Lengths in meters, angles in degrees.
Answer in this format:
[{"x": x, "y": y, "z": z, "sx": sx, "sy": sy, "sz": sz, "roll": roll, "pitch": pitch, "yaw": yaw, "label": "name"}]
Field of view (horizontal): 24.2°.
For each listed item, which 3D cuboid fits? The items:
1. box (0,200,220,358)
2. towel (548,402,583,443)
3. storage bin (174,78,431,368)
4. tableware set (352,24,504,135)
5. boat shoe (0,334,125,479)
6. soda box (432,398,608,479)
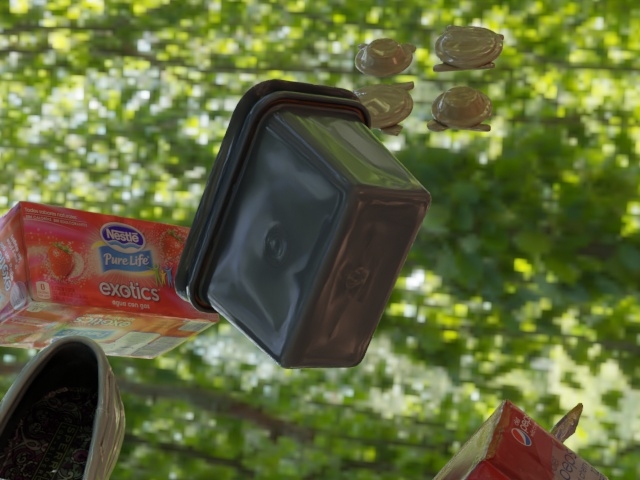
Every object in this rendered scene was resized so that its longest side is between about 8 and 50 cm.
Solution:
[{"x": -0.302, "y": 0.059, "z": 1.974, "sx": 0.300, "sy": 0.154, "sz": 0.142, "roll": 9, "pitch": -121, "yaw": -42, "label": "box"}, {"x": 0.299, "y": 0.240, "z": 1.858, "sx": 0.083, "sy": 0.009, "sz": 0.060, "roll": -33, "pitch": -34, "yaw": -41, "label": "towel"}, {"x": 0.000, "y": 0.000, "z": 0.772, "sx": 0.098, "sy": 0.091, "sz": 0.135, "roll": 3, "pitch": -61, "yaw": -40, "label": "storage bin"}, {"x": 0.095, "y": -0.148, "z": 1.375, "sx": 0.169, "sy": 0.141, "sz": 0.020, "roll": -78, "pitch": -15, "yaw": -45, "label": "tableware set"}, {"x": -0.154, "y": 0.140, "z": 0.729, "sx": 0.081, "sy": 0.079, "sz": 0.227, "roll": 94, "pitch": -171, "yaw": -46, "label": "boat shoe"}, {"x": 0.068, "y": 0.229, "z": 0.945, "sx": 0.263, "sy": 0.092, "sz": 0.083, "roll": -52, "pitch": -1, "yaw": 26, "label": "soda box"}]
